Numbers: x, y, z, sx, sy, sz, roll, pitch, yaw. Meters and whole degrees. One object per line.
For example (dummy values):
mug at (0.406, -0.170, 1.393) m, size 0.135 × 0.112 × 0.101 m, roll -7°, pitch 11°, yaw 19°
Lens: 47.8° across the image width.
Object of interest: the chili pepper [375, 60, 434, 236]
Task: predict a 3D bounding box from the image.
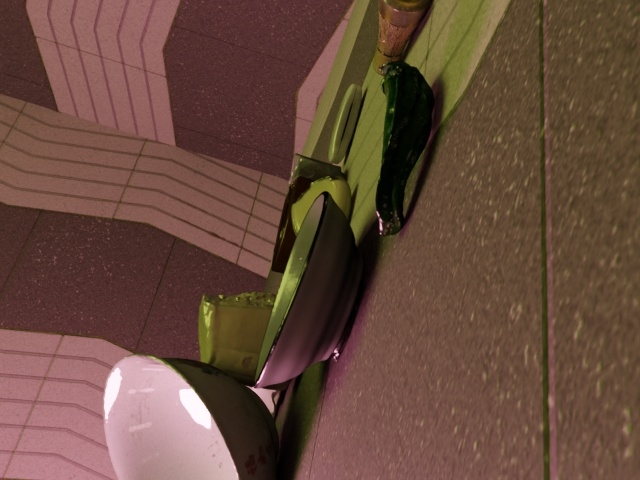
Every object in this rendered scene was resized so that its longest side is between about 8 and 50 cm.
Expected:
chili pepper at (0.103, -0.147, 0.902) m, size 0.122 × 0.065 × 0.279 m, roll 123°, pitch 158°, yaw -58°

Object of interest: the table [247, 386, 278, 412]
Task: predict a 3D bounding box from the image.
table at (-0.150, 0.318, 1.596) m, size 0.167 × 0.166 × 0.198 m, roll -81°, pitch 2°, yaw -51°

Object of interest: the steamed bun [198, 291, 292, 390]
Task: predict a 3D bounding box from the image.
steamed bun at (-0.140, 0.185, 1.453) m, size 0.170 × 0.225 × 0.200 m, roll -139°, pitch 65°, yaw -83°

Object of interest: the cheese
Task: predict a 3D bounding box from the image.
cheese at (0.000, 0.000, 1.349) m, size 0.050 × 0.127 × 0.256 m, roll 43°, pitch -141°, yaw -48°

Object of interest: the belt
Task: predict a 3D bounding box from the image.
belt at (-0.028, -0.054, 1.577) m, size 0.339 × 0.122 × 0.217 m, roll -83°, pitch 10°, yaw -56°

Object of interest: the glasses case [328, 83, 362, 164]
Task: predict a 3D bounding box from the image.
glasses case at (0.058, -0.275, 1.705) m, size 0.074 × 0.049 × 0.194 m, roll -158°, pitch 83°, yaw -83°

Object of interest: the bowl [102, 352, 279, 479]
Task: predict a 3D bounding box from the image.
bowl at (-0.206, 0.384, 1.346) m, size 0.196 × 0.435 × 0.435 m, roll -20°, pitch -39°, yaw -43°

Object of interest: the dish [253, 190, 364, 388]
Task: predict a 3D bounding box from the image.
dish at (-0.005, 0.087, 1.097) m, size 0.316 × 0.106 × 0.317 m, roll -161°, pitch 90°, yaw -84°

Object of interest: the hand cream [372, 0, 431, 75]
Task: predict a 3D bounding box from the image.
hand cream at (0.127, -0.351, 1.222) m, size 0.203 × 0.083 × 0.084 m, roll 103°, pitch 180°, yaw -63°
